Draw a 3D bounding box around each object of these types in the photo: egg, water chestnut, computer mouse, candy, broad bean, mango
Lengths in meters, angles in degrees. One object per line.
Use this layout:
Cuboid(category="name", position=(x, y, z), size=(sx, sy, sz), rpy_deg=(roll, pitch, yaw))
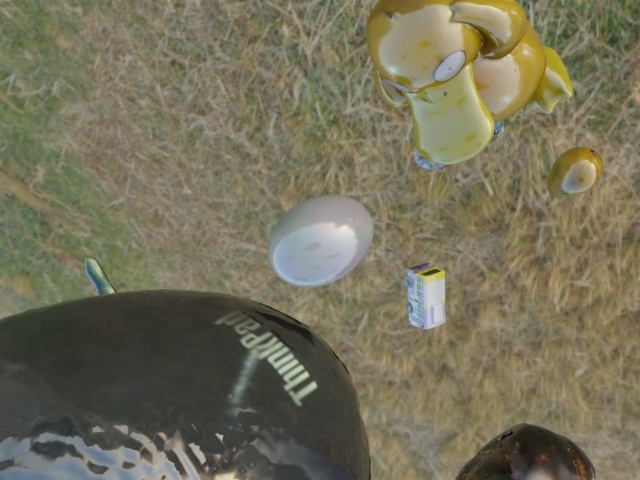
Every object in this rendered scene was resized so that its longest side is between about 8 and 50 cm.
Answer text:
Cuboid(category="egg", position=(0.000, 0.000, 0.904), size=(0.135, 0.103, 0.103), rpy_deg=(-31, 126, 4))
Cuboid(category="water chestnut", position=(0.365, 0.458, 1.293), size=(0.244, 0.289, 0.289), rpy_deg=(46, 138, 5))
Cuboid(category="computer mouse", position=(-0.108, 0.107, 0.361), size=(0.269, 0.170, 0.100), rpy_deg=(-13, 144, -7))
Cuboid(category="candy", position=(0.190, -0.136, 1.068), size=(0.045, 0.043, 0.175), rpy_deg=(56, 147, -1))
Cuboid(category="broad bean", position=(-0.474, 0.129, 1.736), size=(0.069, 0.039, 0.227), rpy_deg=(-32, 105, 36))
Cuboid(category="mango", position=(0.586, -0.159, 1.751), size=(0.089, 0.111, 0.163), rpy_deg=(17, 172, -17))

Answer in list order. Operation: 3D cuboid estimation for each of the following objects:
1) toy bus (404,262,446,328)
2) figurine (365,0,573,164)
Cuboid(category="toy bus", position=(0.177, 0.095, 1.250), size=(0.058, 0.052, 0.102), rpy_deg=(23, 123, 54))
Cuboid(category="figurine", position=(0.157, -0.202, 0.848), size=(0.215, 0.228, 0.215), rpy_deg=(18, 122, 31))
